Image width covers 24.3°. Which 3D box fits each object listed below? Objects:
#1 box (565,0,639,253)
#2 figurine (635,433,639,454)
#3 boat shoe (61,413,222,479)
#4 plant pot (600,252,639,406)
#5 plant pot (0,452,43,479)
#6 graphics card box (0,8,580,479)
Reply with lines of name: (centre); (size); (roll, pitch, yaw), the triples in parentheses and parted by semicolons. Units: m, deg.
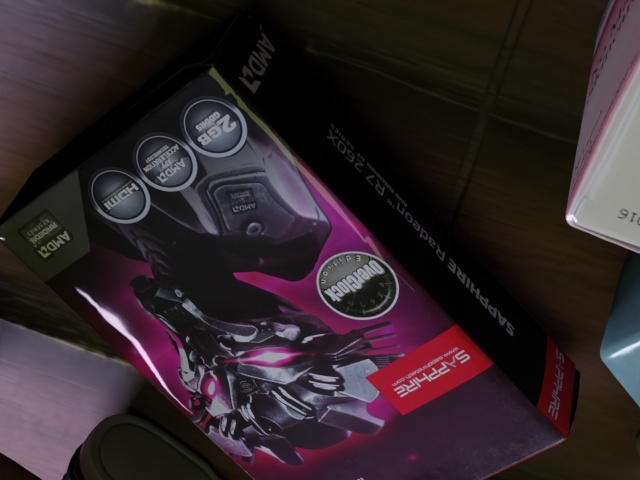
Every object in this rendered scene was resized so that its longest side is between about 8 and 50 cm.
box: (0.229, -0.104, 0.832); (0.127, 0.232, 0.148); (20, 127, 1)
figurine: (0.300, 0.250, 1.078); (0.092, 0.209, 0.215); (-26, 114, 29)
boat shoe: (-0.088, 0.294, 1.267); (0.340, 0.127, 0.113); (39, 126, -11)
plant pot: (0.313, 0.044, 0.963); (0.234, 0.165, 0.165); (-26, 114, 36)
plant pot: (-0.274, 0.257, 1.134); (0.254, 0.237, 0.237); (22, 128, -18)
graphics card box: (-0.019, 0.043, 1.056); (0.233, 0.094, 0.371); (-31, 111, 31)
